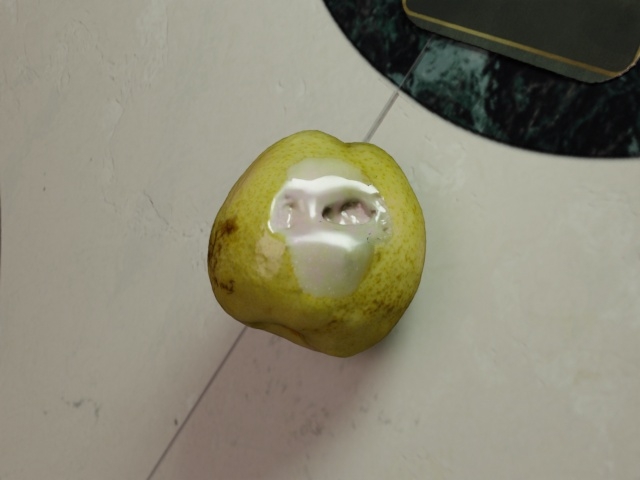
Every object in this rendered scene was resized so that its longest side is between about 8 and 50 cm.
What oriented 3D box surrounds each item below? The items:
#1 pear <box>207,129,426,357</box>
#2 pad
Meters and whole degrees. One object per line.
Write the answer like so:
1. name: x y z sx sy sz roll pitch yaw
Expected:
1. pear: 0.000 0.000 0.805 0.178 0.178 0.178 -10 74 39
2. pad: 0.172 -0.336 0.799 0.315 0.063 0.375 28 98 41
